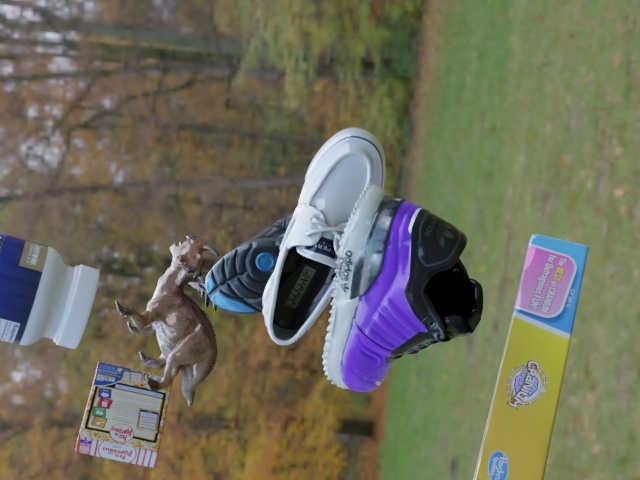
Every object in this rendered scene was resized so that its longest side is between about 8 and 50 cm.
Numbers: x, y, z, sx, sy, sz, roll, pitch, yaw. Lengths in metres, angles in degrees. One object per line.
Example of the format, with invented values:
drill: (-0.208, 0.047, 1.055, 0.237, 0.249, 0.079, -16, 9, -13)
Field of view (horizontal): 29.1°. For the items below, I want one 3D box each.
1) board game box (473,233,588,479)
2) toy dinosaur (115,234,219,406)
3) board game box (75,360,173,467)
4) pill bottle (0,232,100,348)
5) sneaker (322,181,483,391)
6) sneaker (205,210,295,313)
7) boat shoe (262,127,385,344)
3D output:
board game box: (0.214, 0.190, 1.318, 0.242, 0.064, 0.316, 89, -163, -52)
toy dinosaur: (-0.239, 0.154, 2.209, 0.127, 0.200, 0.296, -151, 41, -81)
board game box: (-0.355, 0.316, 2.251, 0.193, 0.146, 0.045, -85, 10, -52)
pill bottle: (-0.469, 0.067, 1.813, 0.153, 0.264, 0.153, -164, 90, -75)
sneaker: (0.090, 0.077, 1.266, 0.293, 0.146, 0.102, 93, -162, -50)
sneaker: (-0.037, 0.014, 2.102, 0.125, 0.341, 0.139, 61, -175, -13)
boat shoe: (0.000, 0.000, 1.428, 0.267, 0.096, 0.088, -61, 9, 18)
